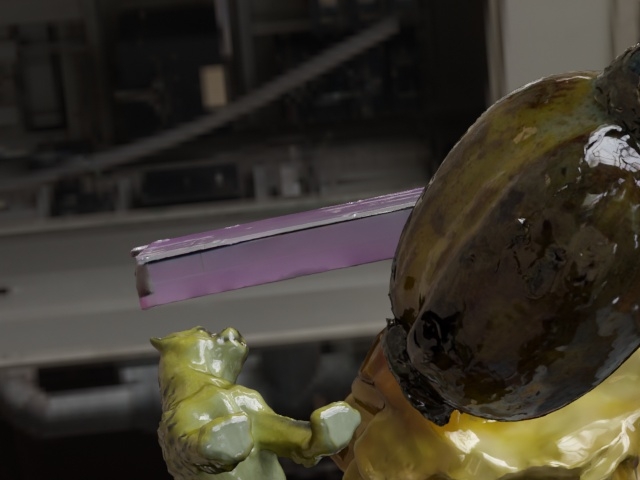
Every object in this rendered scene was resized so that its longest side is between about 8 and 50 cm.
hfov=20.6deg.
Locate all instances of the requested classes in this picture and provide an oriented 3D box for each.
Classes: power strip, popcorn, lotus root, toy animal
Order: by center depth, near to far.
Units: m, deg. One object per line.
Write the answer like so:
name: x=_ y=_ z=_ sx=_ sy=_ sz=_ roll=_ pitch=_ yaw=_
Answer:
lotus root: x=0.102 y=-0.002 z=0.765 sx=0.209 sy=0.120 sz=0.120 roll=-53 pitch=-154 yaw=28
toy animal: x=-0.023 y=0.131 z=0.767 sx=0.136 sy=0.073 sz=0.181 roll=5 pitch=-65 yaw=64
popcorn: x=0.171 y=0.123 z=1.131 sx=0.225 sy=0.332 sz=0.265 roll=77 pitch=23 yaw=-48
power strip: x=0.000 y=0.000 z=1.248 sx=0.109 sy=0.279 sz=0.037 roll=-68 pitch=147 yaw=-82
